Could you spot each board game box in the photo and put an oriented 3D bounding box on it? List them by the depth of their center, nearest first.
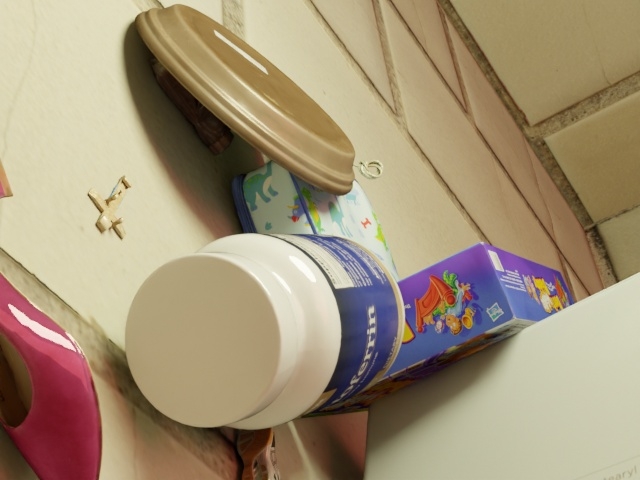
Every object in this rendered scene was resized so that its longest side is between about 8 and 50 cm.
[{"bbox_3d":[0.126,0.100,1.214,0.347,0.233,0.078,14,52,-66],"label":"board game box"}]

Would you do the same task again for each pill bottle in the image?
[{"bbox_3d":[-0.039,0.070,0.941,0.153,0.153,0.265,67,19,9],"label":"pill bottle"}]

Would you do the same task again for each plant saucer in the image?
[{"bbox_3d":[-0.066,-0.150,1.176,0.278,0.041,0.278,38,13,-10],"label":"plant saucer"}]

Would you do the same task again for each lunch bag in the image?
[{"bbox_3d":[0.000,0.000,1.234,0.219,0.090,0.176,13,54,-66],"label":"lunch bag"}]

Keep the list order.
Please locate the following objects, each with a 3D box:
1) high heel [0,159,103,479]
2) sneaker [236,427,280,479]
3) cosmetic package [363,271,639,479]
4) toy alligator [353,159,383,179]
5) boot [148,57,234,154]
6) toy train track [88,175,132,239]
[{"bbox_3d":[-0.208,0.055,0.665,0.117,0.082,0.244,-23,100,-44],"label":"high heel"},{"bbox_3d":[-0.050,0.184,0.962,0.037,0.032,0.083,65,18,-44],"label":"sneaker"},{"bbox_3d":[0.249,0.311,0.995,0.329,0.327,0.393,42,34,-28],"label":"cosmetic package"},{"bbox_3d":[-0.012,-0.115,1.344,0.190,0.056,0.051,32,-18,8],"label":"toy alligator"},{"bbox_3d":[-0.127,-0.155,1.191,0.114,0.037,0.106,50,20,-23],"label":"boot"},{"bbox_3d":[-0.166,-0.033,0.952,0.048,0.014,0.083,56,19,-22],"label":"toy train track"}]
